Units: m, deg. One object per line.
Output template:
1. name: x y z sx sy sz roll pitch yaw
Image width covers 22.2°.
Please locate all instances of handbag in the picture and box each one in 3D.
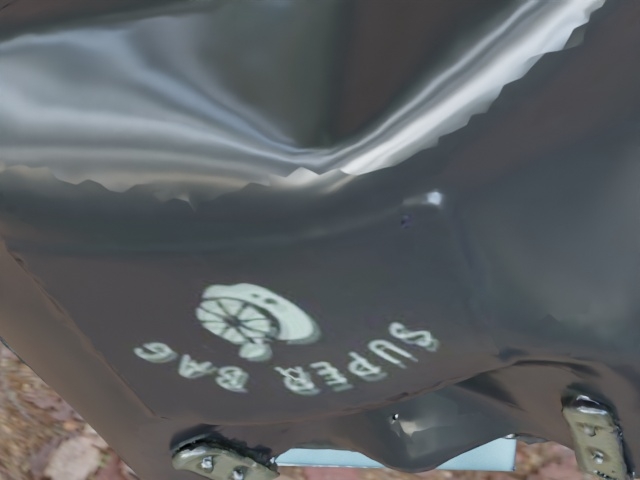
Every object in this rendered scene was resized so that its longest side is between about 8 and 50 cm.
1. handbag: 0.000 0.000 0.588 0.152 0.342 0.288 -74 148 -40

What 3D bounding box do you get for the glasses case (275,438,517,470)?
1. glasses case: 0.011 0.109 1.184 0.266 0.056 0.105 1 124 1
